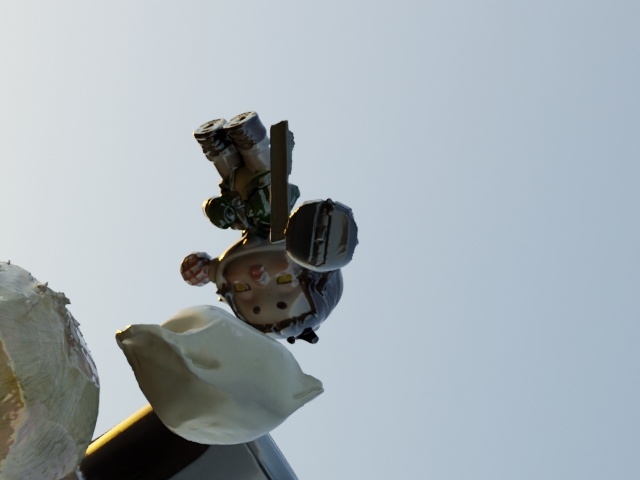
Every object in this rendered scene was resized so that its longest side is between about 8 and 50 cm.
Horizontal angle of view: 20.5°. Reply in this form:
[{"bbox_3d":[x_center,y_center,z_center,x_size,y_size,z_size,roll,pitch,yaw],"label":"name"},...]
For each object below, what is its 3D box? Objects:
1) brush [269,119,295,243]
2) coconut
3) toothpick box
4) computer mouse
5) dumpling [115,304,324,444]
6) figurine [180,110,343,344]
[{"bbox_3d":[-0.051,-0.078,2.412,0.034,0.027,0.190,-19,-125,27],"label":"brush"},{"bbox_3d":[-0.400,0.172,2.135,0.297,0.255,0.297,162,-90,-87],"label":"coconut"},{"bbox_3d":[-0.217,0.347,2.302,0.263,0.355,0.263,57,-4,6],"label":"toothpick box"},{"bbox_3d":[0.000,0.000,2.279,0.172,0.099,0.057,97,3,-64],"label":"computer mouse"},{"bbox_3d":[-0.112,0.137,1.801,0.162,0.250,0.132,-17,-123,41],"label":"dumpling"},{"bbox_3d":[-0.082,-0.008,2.640,0.370,0.281,0.167,70,24,-17],"label":"figurine"}]
